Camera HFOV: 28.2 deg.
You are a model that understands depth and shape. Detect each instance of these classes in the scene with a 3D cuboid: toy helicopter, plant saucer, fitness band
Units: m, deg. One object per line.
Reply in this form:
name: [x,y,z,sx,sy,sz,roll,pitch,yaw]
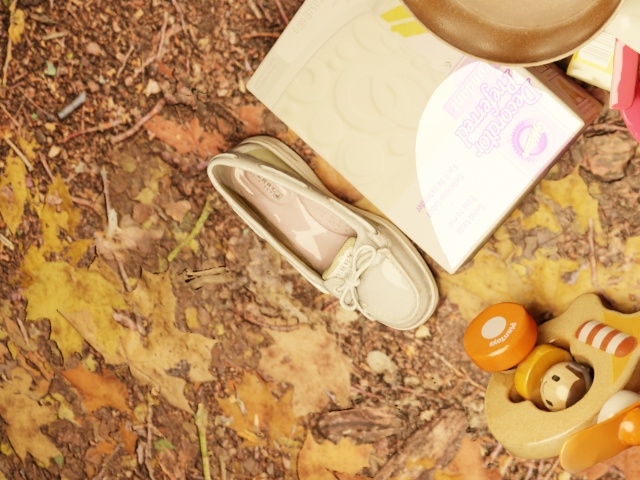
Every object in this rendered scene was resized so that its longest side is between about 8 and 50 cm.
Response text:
toy helicopter: [0.337,0.123,1.365,0.355,0.235,0.140,-32,120,12]
plant saucer: [0.181,-0.326,1.252,0.310,0.050,0.311,21,128,29]
fitness band: [0.405,-0.200,1.287,0.209,0.054,0.291,8,120,10]

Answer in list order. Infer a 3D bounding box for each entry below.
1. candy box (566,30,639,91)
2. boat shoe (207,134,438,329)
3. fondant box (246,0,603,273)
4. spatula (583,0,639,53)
candy box: [0.345,-0.253,1.344,0.105,0.027,0.206,24,114,14]
boat shoe: [0.000,-0.003,1.537,0.320,0.103,0.118,43,118,8]
fondant box: [0.112,-0.163,1.442,0.330,0.096,0.238,42,118,7]
spatula: [0.403,-0.220,1.236,0.242,0.019,0.168,32,119,-4]
